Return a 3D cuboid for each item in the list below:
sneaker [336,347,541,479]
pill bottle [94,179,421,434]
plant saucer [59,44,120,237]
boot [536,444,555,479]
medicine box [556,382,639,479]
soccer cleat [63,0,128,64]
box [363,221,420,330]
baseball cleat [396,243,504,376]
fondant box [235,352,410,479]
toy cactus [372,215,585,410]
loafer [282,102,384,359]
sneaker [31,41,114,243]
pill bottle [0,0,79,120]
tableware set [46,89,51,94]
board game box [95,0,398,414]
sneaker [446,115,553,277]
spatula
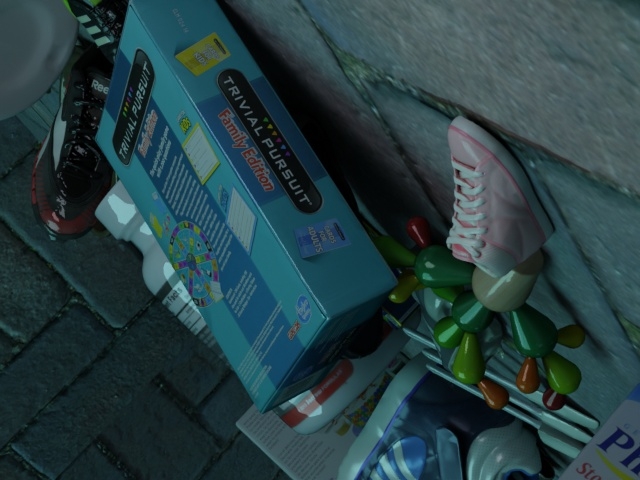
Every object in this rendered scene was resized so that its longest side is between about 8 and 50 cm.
[{"bbox_3d":[0.160,0.311,1.745,0.236,0.130,0.323,43,135,23],"label":"sneaker"},{"bbox_3d":[-0.075,0.035,1.624,0.363,0.210,0.210,45,170,0],"label":"pill bottle"},{"bbox_3d":[-0.319,-0.142,1.980,0.278,0.041,0.278,35,130,57],"label":"plant saucer"},{"bbox_3d":[0.253,0.267,1.781,0.118,0.042,0.087,44,164,-5],"label":"boot"},{"bbox_3d":[0.253,0.307,1.187,0.149,0.289,0.263,36,168,27],"label":"medicine box"},{"bbox_3d":[-0.237,-0.248,1.540,0.179,0.060,0.072,44,169,20],"label":"soccer cleat"},{"bbox_3d":[0.044,0.020,1.510,0.169,0.059,0.054,43,172,4],"label":"box"},{"bbox_3d":[0.129,0.062,1.375,0.109,0.072,0.206,54,172,29],"label":"baseball cleat"},{"bbox_3d":[0.077,0.290,1.984,0.330,0.238,0.096,39,171,27],"label":"fondant box"},{"bbox_3d":[0.148,0.048,1.171,0.219,0.112,0.180,45,152,8],"label":"toy cactus"},{"bbox_3d":[0.000,0.000,1.383,0.095,0.109,0.302,8,129,50],"label":"loafer"},{"bbox_3d":[-0.274,-0.134,1.648,0.098,0.276,0.135,20,159,-12],"label":"sneaker"},{"bbox_3d":[-0.511,-0.339,1.779,0.392,0.224,0.224,38,169,29],"label":"pill bottle"},{"bbox_3d":[-0.460,-0.277,1.947,0.194,0.128,0.039,21,137,-13],"label":"tableware set"},{"bbox_3d":[-0.081,-0.034,1.282,0.336,0.079,0.254,58,154,14],"label":"board game box"},{"bbox_3d":[0.116,-0.025,1.005,0.051,0.070,0.134,35,166,51],"label":"sneaker"},{"bbox_3d":[0.204,0.175,1.526,0.242,0.019,0.168,26,166,25],"label":"spatula"}]
